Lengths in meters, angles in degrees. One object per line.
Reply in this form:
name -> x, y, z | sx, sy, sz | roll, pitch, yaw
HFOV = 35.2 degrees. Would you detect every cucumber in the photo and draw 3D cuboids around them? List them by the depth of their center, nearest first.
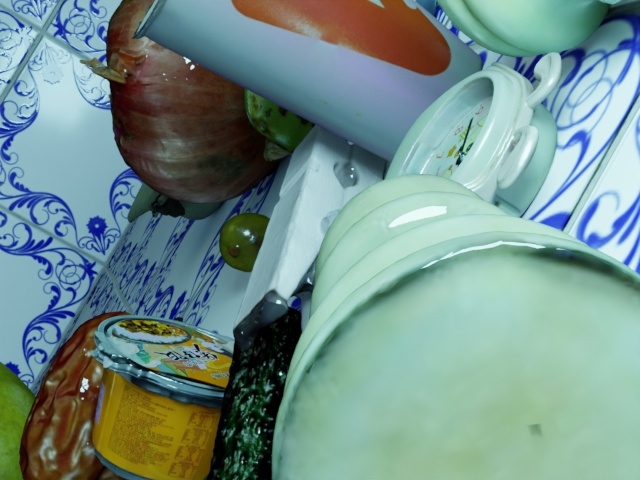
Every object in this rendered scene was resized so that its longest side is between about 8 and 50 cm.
cucumber -> -0.057, 0.166, 0.840 | 0.072, 0.072, 0.300 | -48, 20, 35

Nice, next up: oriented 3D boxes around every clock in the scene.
clock -> 0.112, -0.055, 0.747 | 0.191, 0.062, 0.151 | -34, 28, 56

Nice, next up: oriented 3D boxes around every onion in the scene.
onion -> -0.178, -0.225, 1.484 | 0.353, 0.353, 0.353 | -53, 16, 22

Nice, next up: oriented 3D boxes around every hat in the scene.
hat -> -0.225, -0.115, 1.805 | 0.257, 0.130, 0.257 | -53, 16, 23

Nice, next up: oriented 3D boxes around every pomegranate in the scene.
pomegranate -> -0.020, -0.199, 1.302 | 0.169, 0.143, 0.122 | -42, -28, 2

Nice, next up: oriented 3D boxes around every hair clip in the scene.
hair clip -> 0.002, -0.003, 0.943 | 0.085, 0.101, 0.331 | -52, 14, 36

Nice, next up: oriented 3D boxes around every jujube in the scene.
jujube -> -0.264, 0.209, 1.237 | 0.250, 0.174, 0.174 | -64, 15, -7

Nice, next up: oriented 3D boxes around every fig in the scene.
fig -> -0.083, -0.001, 1.255 | 0.074, 0.074, 0.088 | -47, -11, 36

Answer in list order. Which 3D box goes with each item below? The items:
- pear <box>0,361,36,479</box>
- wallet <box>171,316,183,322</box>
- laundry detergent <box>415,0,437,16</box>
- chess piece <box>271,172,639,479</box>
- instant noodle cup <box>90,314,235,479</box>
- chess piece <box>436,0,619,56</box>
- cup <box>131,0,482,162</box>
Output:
pear -> -0.537, 0.374, 1.492 | 0.352, 0.352, 0.413 | -42, 40, 47
wallet -> -0.258, 0.204, 1.487 | 0.222, 0.036, 0.167 | -31, 32, 63
laundry detergent -> 0.117, -0.309, 1.226 | 0.096, 0.061, 0.206 | -31, 32, 45
chess piece -> 0.062, 0.048, 0.537 | 0.182, 0.182, 0.330 | -56, 10, 11
instant noodle cup -> -0.147, 0.164, 0.986 | 0.177, 0.208, 0.125 | 30, 105, 49
chess piece -> 0.215, -0.230, 0.640 | 0.298, 0.176, 0.176 | -11, 48, 53
cup -> -0.002, -0.198, 0.947 | 0.203, 0.288, 0.203 | -52, 16, 22
